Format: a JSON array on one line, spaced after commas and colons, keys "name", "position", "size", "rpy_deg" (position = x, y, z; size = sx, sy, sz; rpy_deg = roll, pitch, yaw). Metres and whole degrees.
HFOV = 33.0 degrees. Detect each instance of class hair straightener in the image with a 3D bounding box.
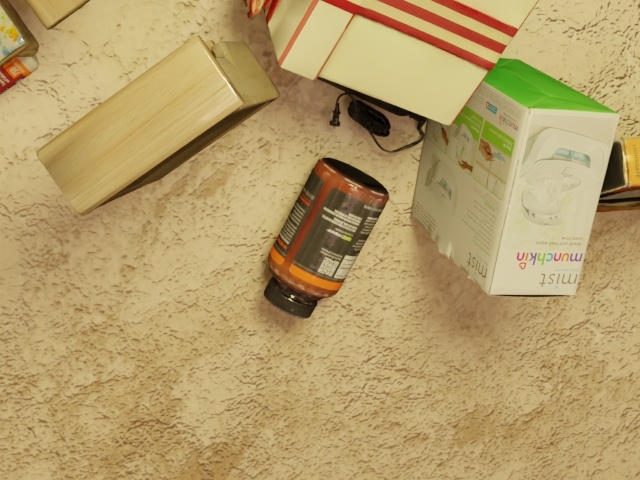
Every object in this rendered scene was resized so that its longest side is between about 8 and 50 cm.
[{"name": "hair straightener", "position": [0.043, -0.178, 1.360], "size": [0.230, 0.047, 0.089], "rpy_deg": [30, 102, -31]}]

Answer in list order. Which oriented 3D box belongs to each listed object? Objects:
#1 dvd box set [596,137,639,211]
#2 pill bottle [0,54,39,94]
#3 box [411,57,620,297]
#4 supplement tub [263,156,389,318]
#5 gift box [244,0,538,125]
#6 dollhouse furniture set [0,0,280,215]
[{"name": "dvd box set", "position": [0.495, -0.086, 1.397], "size": [0.420, 0.307, 0.062], "rpy_deg": [-4, 86, -17]}, {"name": "pill bottle", "position": [-0.395, -0.184, 1.189], "size": [0.152, 0.086, 0.086], "rpy_deg": [-35, 118, 0]}, {"name": "box", "position": [0.224, -0.086, 1.328], "size": [0.127, 0.262, 0.231], "rpy_deg": [1, 112, -18]}, {"name": "supplement tub", "position": [0.000, 0.000, 1.384], "size": [0.106, 0.106, 0.198], "rpy_deg": [22, 105, -25]}, {"name": "gift box", "position": [0.060, -0.309, 1.194], "size": [0.258, 0.276, 0.255], "rpy_deg": [17, 120, -27]}, {"name": "dollhouse furniture set", "position": [-0.229, -0.246, 0.990], "size": [0.362, 0.256, 0.394], "rpy_deg": [-33, 95, 11]}]
